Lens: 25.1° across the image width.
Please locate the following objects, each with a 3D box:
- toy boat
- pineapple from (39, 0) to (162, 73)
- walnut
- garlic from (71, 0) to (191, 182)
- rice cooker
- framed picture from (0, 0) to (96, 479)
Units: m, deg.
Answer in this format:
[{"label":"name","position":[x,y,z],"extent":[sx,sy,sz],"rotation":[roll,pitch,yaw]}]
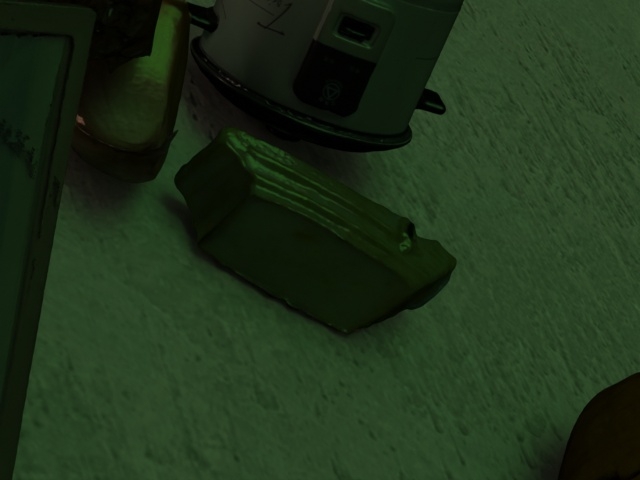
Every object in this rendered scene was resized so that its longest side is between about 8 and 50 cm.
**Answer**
[{"label":"toy boat","position":[0.001,0.005,1.283],"extent":[0.276,0.111,0.084],"rotation":[30,41,-25]},{"label":"pineapple","position":[-0.296,-0.249,1.131],"extent":[0.364,0.165,0.165],"rotation":[16,39,-7]},{"label":"walnut","position":[0.311,0.227,1.296],"extent":[0.209,0.209,0.336],"rotation":[37,21,-9]},{"label":"garlic","position":[-0.168,-0.114,1.246],"extent":[0.115,0.128,0.206],"rotation":[75,9,-50]},{"label":"rice cooker","position":[0.005,-0.203,1.416],"extent":[0.280,0.227,0.241],"rotation":[18,21,-18]},{"label":"framed picture","position":[-0.259,0.019,0.834],"extent":[0.022,0.335,0.247],"rotation":[25,18,39]}]
